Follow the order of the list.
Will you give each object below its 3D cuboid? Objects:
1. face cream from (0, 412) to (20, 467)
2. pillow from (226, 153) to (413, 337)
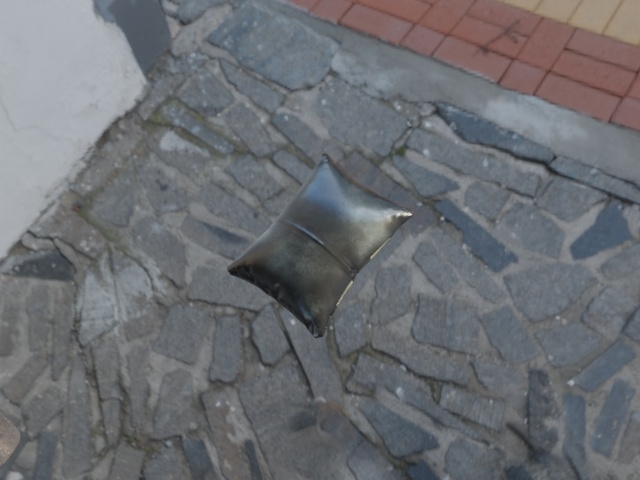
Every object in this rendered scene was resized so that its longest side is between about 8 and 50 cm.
[{"bbox_3d":[-0.407,0.121,0.670,0.073,0.283,0.073,-25,28,14],"label":"face cream"},{"bbox_3d":[0.000,0.000,1.074,0.186,0.106,0.250,34,78,18],"label":"pillow"}]
